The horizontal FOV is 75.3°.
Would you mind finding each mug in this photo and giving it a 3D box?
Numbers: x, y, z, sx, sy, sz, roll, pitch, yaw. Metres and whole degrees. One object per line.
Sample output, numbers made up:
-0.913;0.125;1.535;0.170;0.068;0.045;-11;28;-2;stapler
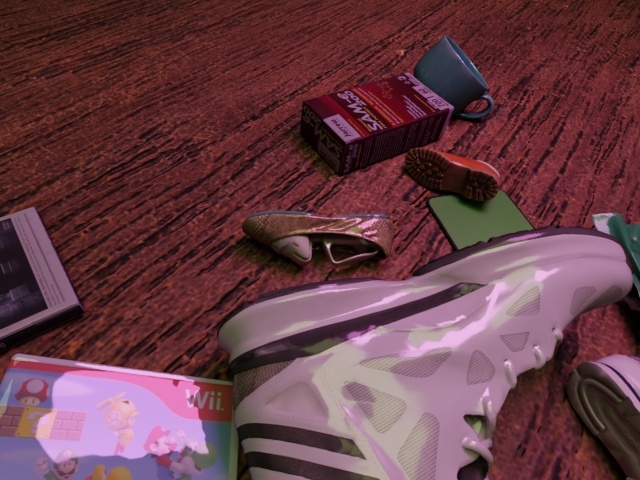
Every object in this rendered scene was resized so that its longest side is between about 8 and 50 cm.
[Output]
0.250;-0.299;0.801;0.130;0.097;0.157;-11;68;-54;mug

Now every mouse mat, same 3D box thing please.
0.264;-0.008;0.631;0.153;0.007;0.189;-8;53;-15;mouse mat

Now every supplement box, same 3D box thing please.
0.099;-0.212;0.733;0.240;0.073;0.130;-25;59;-25;supplement box

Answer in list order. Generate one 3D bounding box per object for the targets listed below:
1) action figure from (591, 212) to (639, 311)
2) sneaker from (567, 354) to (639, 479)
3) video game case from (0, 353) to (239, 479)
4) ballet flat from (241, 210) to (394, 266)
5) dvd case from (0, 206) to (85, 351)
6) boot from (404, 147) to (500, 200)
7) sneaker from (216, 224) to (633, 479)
0.454;0.069;0.558;0.137;0.063;0.232;13;46;0;action figure
0.359;0.222;0.408;0.095;0.090;0.235;-1;52;-22;sneaker
-0.164;0.236;0.304;0.204;0.025;0.285;17;46;-25;video game case
0.000;0.000;0.548;0.207;0.073;0.067;-1;65;-5;ballet flat
-0.414;0.068;0.454;0.239;0.029;0.179;-27;59;-28;dvd case
0.220;-0.116;0.690;0.158;0.059;0.085;26;34;18;boot
0.142;0.152;0.407;0.448;0.169;0.257;-13;62;-8;sneaker
